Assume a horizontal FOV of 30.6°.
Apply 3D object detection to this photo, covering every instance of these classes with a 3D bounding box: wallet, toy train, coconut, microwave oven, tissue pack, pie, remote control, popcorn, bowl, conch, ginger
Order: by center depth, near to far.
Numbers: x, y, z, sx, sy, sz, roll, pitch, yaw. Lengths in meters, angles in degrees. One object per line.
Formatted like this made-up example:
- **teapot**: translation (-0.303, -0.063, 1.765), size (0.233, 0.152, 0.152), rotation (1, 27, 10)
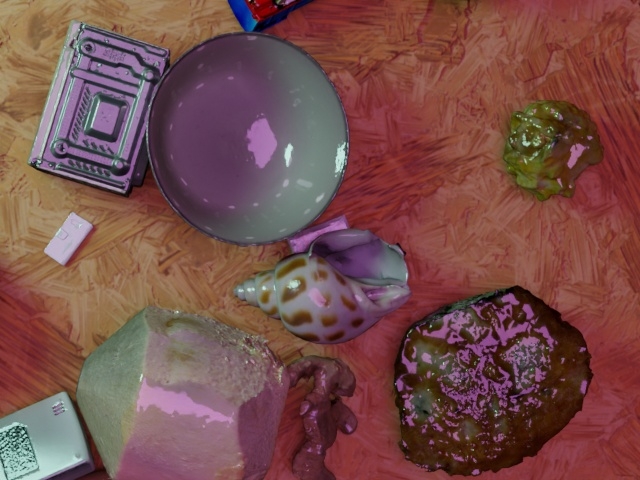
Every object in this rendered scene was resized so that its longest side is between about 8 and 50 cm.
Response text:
- **coconut**: translation (-0.224, 0.250, 1.819), size (0.309, 0.297, 0.297), rotation (18, 87, -13)
- **remote control**: translation (-0.539, 0.370, 1.866), size (0.344, 0.050, 0.145), rotation (-23, 58, -6)
- **microwave oven**: translation (-0.345, -0.205, 1.884), size (0.194, 0.145, 0.240), rotation (17, 87, -4)
- **bowl**: translation (-0.134, -0.159, 1.889), size (0.337, 0.157, 0.337), rotation (-1, 92, -22)
- **conch**: translation (0.003, 0.082, 1.920), size (0.275, 0.149, 0.182), rotation (8, 61, -17)
- **wallet**: translation (-0.416, -0.003, 1.936), size (0.044, 0.011, 0.083), rotation (36, 86, -5)
- **toy train**: translation (-0.048, -0.428, 1.940), size (0.204, 0.131, 0.082), rotation (-30, 88, -18)
- **ginger**: translation (0.010, 0.307, 1.949), size (0.149, 0.065, 0.258), rotation (-20, 110, -33)
- **pie**: translation (0.278, 0.239, 1.960), size (0.355, 0.103, 0.288), rotation (-24, 93, -1)
- **tissue pack**: translation (0.000, 0.000, 1.985), size (0.108, 0.023, 0.056), rotation (-22, 93, -8)
- **popcorn**: translation (0.394, -0.152, 1.992), size (0.173, 0.142, 0.173), rotation (3, 85, -33)

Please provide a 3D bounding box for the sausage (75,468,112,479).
- **sausage**: translation (-0.405, 0.411, 1.906), size (0.301, 0.066, 0.066), rotation (-11, 91, -4)
